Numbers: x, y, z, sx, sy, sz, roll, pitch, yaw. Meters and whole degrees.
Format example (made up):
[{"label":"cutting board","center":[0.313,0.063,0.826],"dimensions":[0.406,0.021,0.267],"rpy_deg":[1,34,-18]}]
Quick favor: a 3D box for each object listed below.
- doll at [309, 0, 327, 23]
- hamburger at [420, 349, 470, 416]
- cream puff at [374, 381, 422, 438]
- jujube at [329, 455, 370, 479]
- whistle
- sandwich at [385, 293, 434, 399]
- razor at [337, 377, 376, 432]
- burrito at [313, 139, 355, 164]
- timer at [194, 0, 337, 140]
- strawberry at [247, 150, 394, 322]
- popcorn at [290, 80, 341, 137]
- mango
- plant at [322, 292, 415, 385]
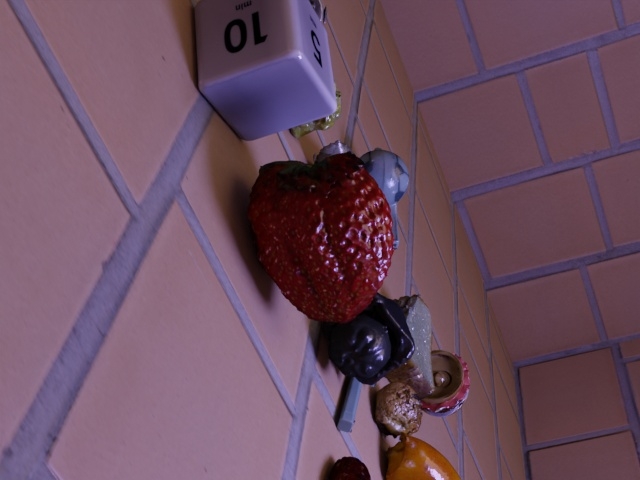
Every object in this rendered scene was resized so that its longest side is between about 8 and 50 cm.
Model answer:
[{"label":"doll","center":[-0.084,-0.492,1.924],"dimensions":[0.271,0.144,0.208],"rpy_deg":[57,32,-57]},{"label":"hamburger","center":[0.304,0.378,2.378],"dimensions":[0.137,0.175,0.175],"rpy_deg":[71,13,-50]},{"label":"cream puff","center":[0.173,0.373,2.047],"dimensions":[0.133,0.104,0.119],"rpy_deg":[46,39,-56]},{"label":"jujube","center":[0.051,0.431,1.636],"dimensions":[0.129,0.077,0.077],"rpy_deg":[-67,139,-72]},{"label":"whistle","center":[0.154,-0.131,2.356],"dimensions":[0.163,0.163,0.290],"rpy_deg":[57,22,-45]},{"label":"sandwich","center":[0.195,0.230,2.247],"dimensions":[0.288,0.099,0.254],"rpy_deg":[49,36,-55]},{"label":"razor","center":[0.074,0.302,1.881],"dimensions":[0.278,0.056,0.111],"rpy_deg":[-50,158,-64]},{"label":"burrito","center":[0.067,-0.086,2.121],"dimensions":[0.175,0.107,0.348],"rpy_deg":[-107,177,-68]},{"label":"timer","center":[-0.096,-0.322,1.631],"dimensions":[0.194,0.192,0.195],"rpy_deg":[49,29,-56]},{"label":"strawberry","center":[0.000,0.000,1.578],"dimensions":[0.250,0.238,0.288],"rpy_deg":[-158,-118,-86]},{"label":"popcorn","center":[-0.017,-0.298,1.987],"dimensions":[0.141,0.162,0.135],"rpy_deg":[42,47,15]},{"label":"mango","center":[0.231,0.535,2.017],"dimensions":[0.252,0.153,0.126],"rpy_deg":[51,32,-24]},{"label":"plant","center":[0.100,0.187,1.840],"dimensions":[0.164,0.142,0.256],"rpy_deg":[53,21,-2]}]
